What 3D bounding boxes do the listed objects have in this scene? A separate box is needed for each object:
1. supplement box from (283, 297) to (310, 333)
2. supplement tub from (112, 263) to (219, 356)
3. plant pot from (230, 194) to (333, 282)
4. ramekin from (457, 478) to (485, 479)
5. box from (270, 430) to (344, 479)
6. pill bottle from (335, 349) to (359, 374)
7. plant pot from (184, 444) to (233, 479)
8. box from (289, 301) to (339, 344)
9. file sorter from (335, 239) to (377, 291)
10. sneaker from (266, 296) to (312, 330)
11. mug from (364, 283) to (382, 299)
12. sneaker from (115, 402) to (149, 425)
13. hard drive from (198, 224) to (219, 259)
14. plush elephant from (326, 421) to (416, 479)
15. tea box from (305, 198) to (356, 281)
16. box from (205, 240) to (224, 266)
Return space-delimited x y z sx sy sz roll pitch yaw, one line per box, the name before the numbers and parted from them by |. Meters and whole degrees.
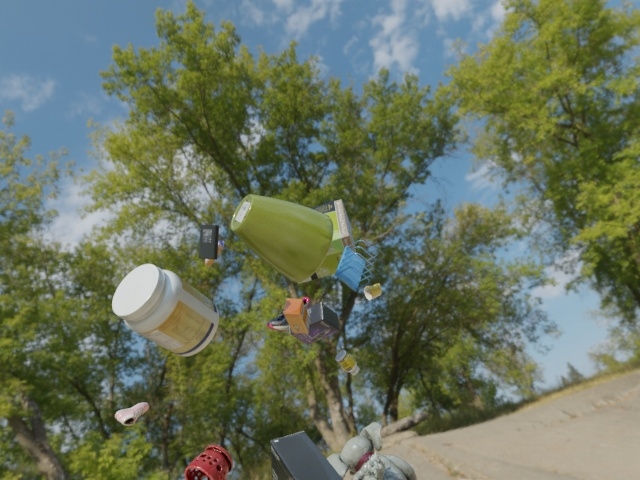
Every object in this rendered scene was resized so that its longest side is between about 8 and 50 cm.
supplement box | -0.103 0.344 1.956 0.078 0.080 0.233 3 -34 10
supplement tub | -0.531 0.243 1.518 0.228 0.228 0.316 -28 -45 11
plant pot | -0.153 -0.035 1.524 0.293 0.275 0.275 29 -54 -28
ramekin | 0.624 1.132 1.810 0.272 0.273 0.127 10 -16 -40
box | -0.026 0.601 1.012 0.103 0.185 0.261 -7 10 -25
pill bottle | 0.129 0.579 2.052 0.065 0.065 0.116 -37 -77 25
plant pot | -0.536 1.117 2.130 0.191 0.191 0.174 -44 -1 33
box | -0.032 0.422 2.206 0.207 0.108 0.153 -29 -47 23
file sorter | 0.156 0.100 1.817 0.118 0.170 0.104 39 -44 -17
sneaker | -0.167 0.396 2.335 0.120 0.112 0.299 7 20 43
mug | 0.243 0.228 1.948 0.064 0.062 0.078 -12 -7 -26
sneaker | -0.721 0.681 1.697 0.134 0.070 0.051 1 -72 -52
hard drive | -0.443 0.006 1.724 0.094 0.135 0.022 2 -1 35
plush elephant | 0.159 0.772 1.444 0.271 0.255 0.330 -23 -69 -17
tea box | 0.000 0.000 2.197 0.323 0.329 0.220 -15 -54 8
box | -0.509 0.055 2.094 0.028 0.081 0.136 30 -86 -23
